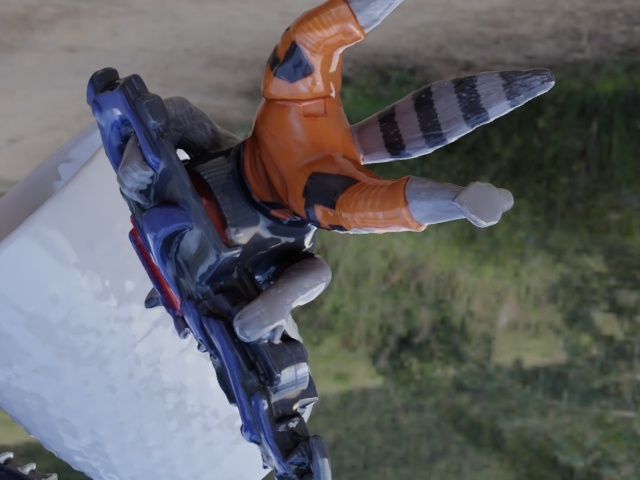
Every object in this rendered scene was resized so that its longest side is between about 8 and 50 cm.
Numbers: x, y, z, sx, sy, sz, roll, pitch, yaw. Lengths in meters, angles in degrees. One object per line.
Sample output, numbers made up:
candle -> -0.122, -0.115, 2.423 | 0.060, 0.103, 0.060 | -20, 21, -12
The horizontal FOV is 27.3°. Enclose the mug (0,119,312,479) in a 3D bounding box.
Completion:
mug -> -0.150, 0.054, 1.267 | 0.276, 0.374, 0.328 | -23, 114, 46

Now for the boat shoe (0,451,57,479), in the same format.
boat shoe -> -0.309, 0.251, 1.316 | 0.340, 0.158, 0.127 | -8, 161, -46

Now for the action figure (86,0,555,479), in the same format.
action figure -> 0.000, 0.000, 0.879 | 0.178, 0.341, 0.330 | -13, 167, -45
